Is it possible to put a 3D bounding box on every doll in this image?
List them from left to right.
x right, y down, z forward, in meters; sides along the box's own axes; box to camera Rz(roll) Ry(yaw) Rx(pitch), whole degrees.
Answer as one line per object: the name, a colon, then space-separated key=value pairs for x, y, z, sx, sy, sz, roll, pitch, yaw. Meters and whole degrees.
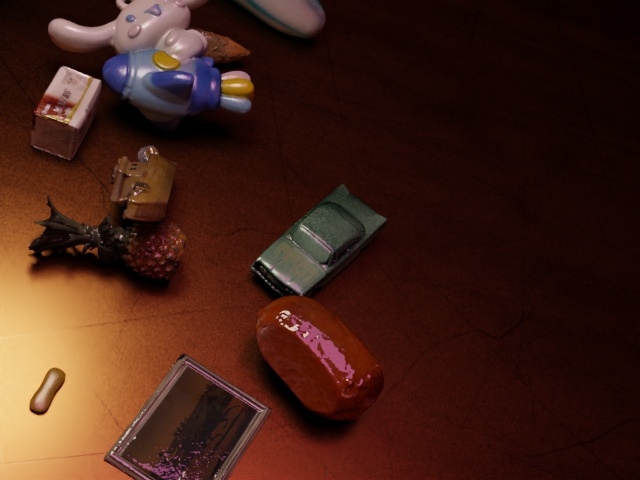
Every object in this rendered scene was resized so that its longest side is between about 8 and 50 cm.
doll: x=-0.328 y=-0.388 z=1.945 sx=0.376 sy=0.187 sz=0.365 roll=-30 pitch=79 yaw=-1

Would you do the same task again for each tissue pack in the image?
tissue pack: x=-0.518 y=-0.259 z=1.874 sx=0.099 sy=0.106 sz=0.149 roll=20 pitch=49 yaw=-8

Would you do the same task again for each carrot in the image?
carrot: x=-0.289 y=-0.454 z=2.131 sx=0.263 sy=0.102 sz=0.102 roll=7 pitch=52 yaw=-22

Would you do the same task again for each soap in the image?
soap: x=-0.464 y=0.253 z=1.566 sx=0.034 sy=0.012 sz=0.089 roll=24 pitch=49 yaw=-4

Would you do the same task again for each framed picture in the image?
framed picture: x=-0.224 y=0.333 z=1.603 sx=0.197 sy=0.014 sz=0.252 roll=32 pitch=49 yaw=3

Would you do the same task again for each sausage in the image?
sausage: x=-0.006 y=0.212 z=1.694 sx=0.268 sy=0.153 sz=0.141 roll=44 pitch=29 yaw=13

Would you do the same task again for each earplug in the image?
earplug: x=-0.128 y=-0.616 z=2.277 sx=0.324 sy=0.185 sz=0.185 roll=39 pitch=50 yaw=1

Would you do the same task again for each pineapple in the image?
pineapple: x=-0.398 y=-0.002 z=1.725 sx=0.277 sy=0.119 sz=0.130 roll=13 pitch=6 yaw=-18

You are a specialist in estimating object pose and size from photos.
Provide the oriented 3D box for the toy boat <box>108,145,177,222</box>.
toy boat: x=-0.340 y=-0.106 z=1.752 sx=0.121 sy=0.089 sz=0.321 roll=17 pitch=17 yaw=-10

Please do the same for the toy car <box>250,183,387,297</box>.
toy car: x=0.000 y=0.000 z=1.895 sx=0.141 sy=0.097 sz=0.320 roll=40 pitch=50 yaw=11
